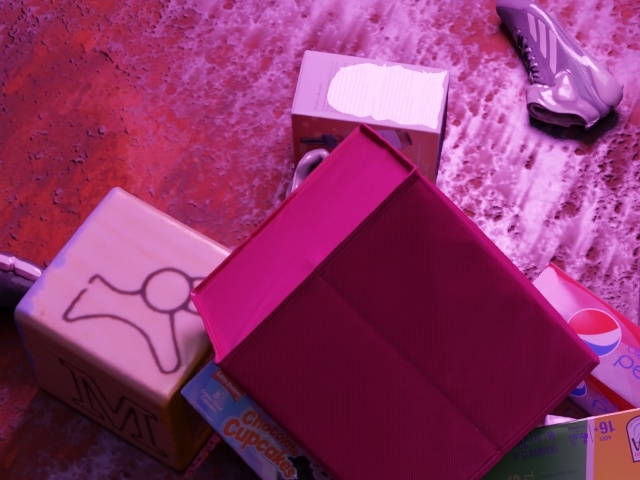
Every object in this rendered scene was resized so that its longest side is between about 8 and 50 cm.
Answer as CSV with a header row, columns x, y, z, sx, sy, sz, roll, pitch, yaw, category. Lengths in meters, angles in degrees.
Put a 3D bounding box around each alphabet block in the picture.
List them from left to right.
x,y,z,sx,sy,sz,roll,pitch,yaw,category
-0.183,0.096,1.917,0.197,0.193,0.192,30,67,16,alphabet block

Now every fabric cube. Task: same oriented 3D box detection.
x,y,z,sx,sy,sz,roll,pitch,yaw,category
0.061,0.082,1.712,0.259,0.254,0.258,-45,107,3,fabric cube

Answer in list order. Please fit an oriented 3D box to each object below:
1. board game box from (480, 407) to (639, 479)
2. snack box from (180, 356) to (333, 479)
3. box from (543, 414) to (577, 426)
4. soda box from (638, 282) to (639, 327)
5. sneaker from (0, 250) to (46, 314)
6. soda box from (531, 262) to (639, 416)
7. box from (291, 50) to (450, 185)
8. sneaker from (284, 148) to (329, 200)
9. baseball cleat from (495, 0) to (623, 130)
x,y,z,sx,sy,sz,roll,pitch,yaw,category
0.251,0.338,1.768,0.242,0.064,0.316,-12,81,4,board game box
0.001,0.265,1.814,0.060,0.187,0.322,-43,69,-7,snack box
0.273,0.246,1.874,0.102,0.101,0.087,10,61,6,box
0.400,0.009,2.026,0.074,0.069,0.216,6,60,4,soda box
-0.419,0.088,1.988,0.281,0.106,0.162,12,66,20,sneaker
0.322,0.143,1.937,0.263,0.092,0.083,37,66,20,soda box
0.058,-0.137,2.079,0.170,0.130,0.091,8,62,6,box
0.000,0.000,2.010,0.090,0.115,0.232,-11,61,-5,sneaker
0.265,-0.214,2.154,0.109,0.072,0.206,-41,64,-12,baseball cleat
